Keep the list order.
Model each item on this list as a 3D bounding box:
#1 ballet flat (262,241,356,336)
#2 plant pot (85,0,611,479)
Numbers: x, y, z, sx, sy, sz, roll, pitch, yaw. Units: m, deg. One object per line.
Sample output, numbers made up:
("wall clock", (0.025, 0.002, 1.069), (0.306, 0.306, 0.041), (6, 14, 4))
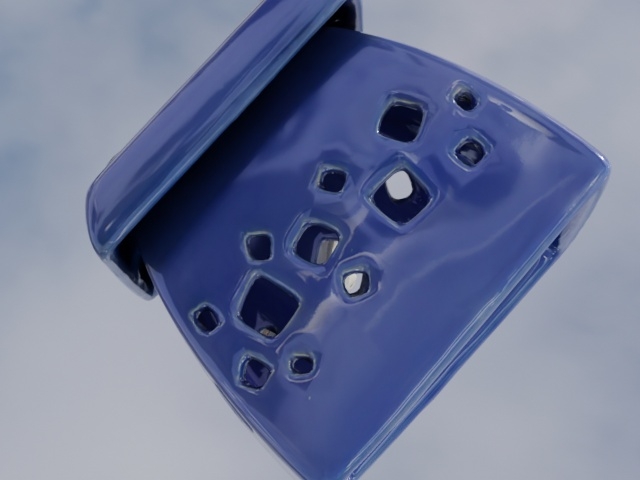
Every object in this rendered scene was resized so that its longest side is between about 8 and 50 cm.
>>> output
("ballet flat", (0.000, 0.000, 1.383), (0.074, 0.074, 0.203), (3, -113, 32))
("plant pot", (0.005, -0.004, 1.071), (0.212, 0.236, 0.236), (42, -95, 6))
